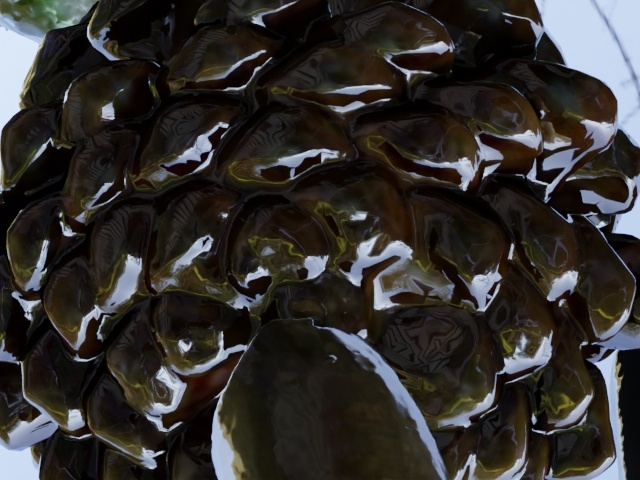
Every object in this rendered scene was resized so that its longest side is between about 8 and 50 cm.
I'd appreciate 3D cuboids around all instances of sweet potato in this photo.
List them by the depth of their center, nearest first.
[{"bbox_3d":[0.019,0.138,0.303,0.077,0.077,0.244,-19,-114,18],"label":"sweet potato"}]

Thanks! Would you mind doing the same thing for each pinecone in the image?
[{"bbox_3d":[0.000,0.000,0.748,0.397,0.398,0.398,-17,-131,20],"label":"pinecone"}]

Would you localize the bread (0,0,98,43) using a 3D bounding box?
[{"bbox_3d":[-0.206,-0.353,1.122,0.129,0.382,0.366,15,-99,48],"label":"bread"}]

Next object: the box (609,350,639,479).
[{"bbox_3d":[0.266,0.104,0.736,0.212,0.042,0.201,-27,-136,29],"label":"box"}]
